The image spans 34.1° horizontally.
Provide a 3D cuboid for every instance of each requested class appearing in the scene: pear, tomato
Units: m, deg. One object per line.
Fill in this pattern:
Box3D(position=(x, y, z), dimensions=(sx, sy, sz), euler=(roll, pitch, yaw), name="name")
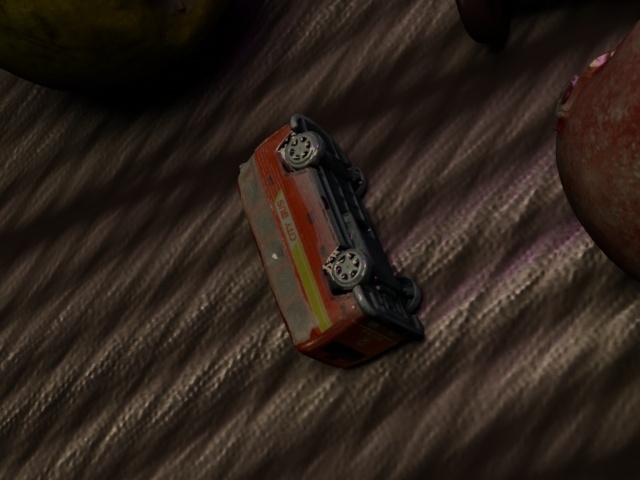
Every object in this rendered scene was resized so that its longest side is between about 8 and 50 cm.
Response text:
Box3D(position=(-0.291, -0.338, 1.235), dimensions=(0.413, 0.352, 0.352), euler=(24, 79, 36), name="pear")
Box3D(position=(0.345, -0.090, 0.820), dimensions=(0.316, 0.316, 0.282), euler=(-36, 81, 7), name="tomato")

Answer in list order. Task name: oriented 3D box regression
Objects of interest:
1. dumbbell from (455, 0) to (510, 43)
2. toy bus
Box3D(position=(0.251, -0.286, 1.068), dimensions=(0.225, 0.124, 0.140), euler=(-8, 63, 23), name="dumbbell")
Box3D(position=(0.000, 0.000, 1.066), dimensions=(0.120, 0.121, 0.265), euler=(-34, 56, 19), name="toy bus")
